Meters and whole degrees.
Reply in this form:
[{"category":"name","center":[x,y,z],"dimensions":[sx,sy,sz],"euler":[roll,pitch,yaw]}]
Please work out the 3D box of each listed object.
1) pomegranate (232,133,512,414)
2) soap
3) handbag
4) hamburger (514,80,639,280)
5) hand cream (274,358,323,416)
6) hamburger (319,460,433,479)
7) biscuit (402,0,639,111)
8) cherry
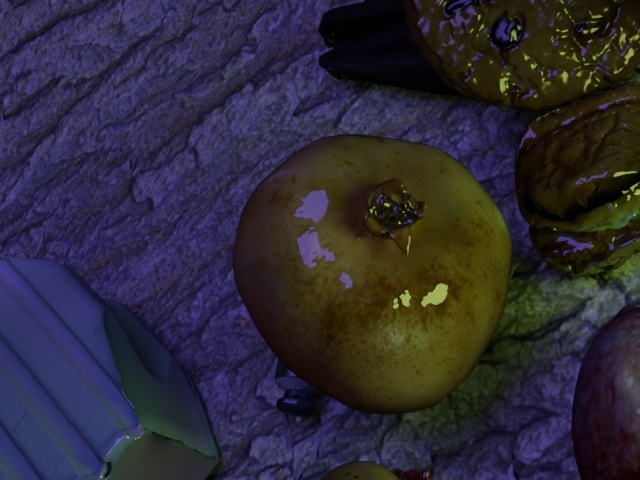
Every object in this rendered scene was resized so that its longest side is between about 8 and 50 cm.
[{"category":"pomegranate","center":[0.060,0.028,1.786],"dimensions":[0.319,0.319,0.319],"euler":[-21,52,29]},{"category":"soap","center":[-0.321,0.190,2.108],"dimensions":[0.261,0.156,0.446],"euler":[-51,43,0]},{"category":"handbag","center":[0.129,-0.318,2.104],"dimensions":[0.257,0.113,0.285],"euler":[6,67,49]},{"category":"hamburger","center":[0.288,-0.073,1.799],"dimensions":[0.183,0.130,0.206],"euler":[-22,49,25]},{"category":"hand cream","center":[-0.006,0.072,1.992],"dimensions":[0.091,0.058,0.271],"euler":[10,65,5]},{"category":"hamburger","center":[0.050,0.304,1.744],"dimensions":[0.175,0.137,0.175],"euler":[-21,54,32]},{"category":"biscuit","center":[0.233,-0.278,1.885],"dimensions":[0.296,0.075,0.296],"euler":[0,88,10]},{"category":"cherry","center":[0.320,0.160,1.591],"dimensions":[0.192,0.175,0.250],"euler":[-40,45,31]}]
